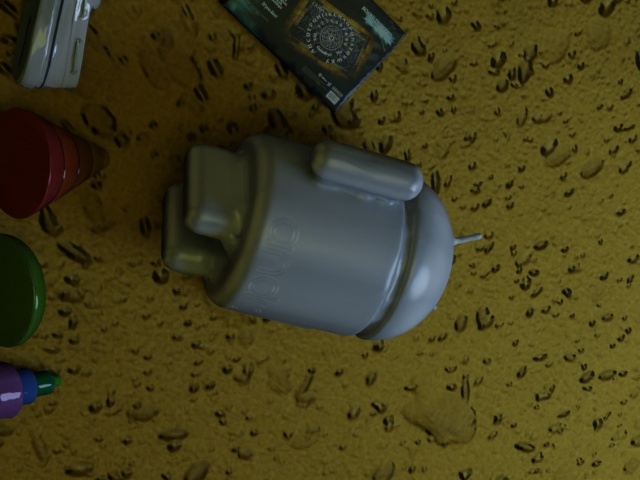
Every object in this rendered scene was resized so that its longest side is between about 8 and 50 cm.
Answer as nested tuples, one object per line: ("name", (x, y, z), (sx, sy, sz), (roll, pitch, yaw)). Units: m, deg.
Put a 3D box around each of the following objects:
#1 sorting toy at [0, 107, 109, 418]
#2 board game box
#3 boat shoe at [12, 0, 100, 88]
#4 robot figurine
("sorting toy", (-0.309, 0.028, 1.746), (0.126, 0.127, 0.365), (-8, 116, -45))
("board game box", (-0.007, -0.253, 1.763), (0.126, 0.026, 0.186), (-46, 113, 2))
("boat shoe", (-0.272, -0.270, 1.662), (0.076, 0.083, 0.226), (5, 118, -30))
("robot figurine", (0.000, 0.000, 1.753), (0.353, 0.200, 0.300), (13, 142, -19))
